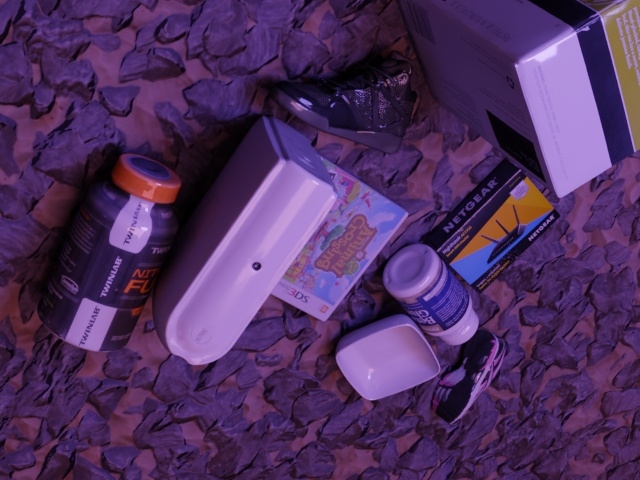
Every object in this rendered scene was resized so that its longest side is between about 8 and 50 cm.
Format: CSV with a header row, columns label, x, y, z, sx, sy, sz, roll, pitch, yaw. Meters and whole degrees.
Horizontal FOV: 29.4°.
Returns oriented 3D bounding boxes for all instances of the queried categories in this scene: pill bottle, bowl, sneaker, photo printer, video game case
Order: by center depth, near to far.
label,x,y,z,sx,sy,sz,roll,pitch,yaw
pill bottle,-0.266,0.012,1.583,0.130,0.130,0.246,14,112,-33
photo printer,-0.112,0.004,1.584,0.107,0.256,0.308,32,103,-17
sneaker,0.040,-0.203,1.639,0.227,0.087,0.130,13,110,-36
video game case,0.000,0.000,1.779,0.193,0.023,0.212,30,102,-37
pill bottle,0.175,0.089,1.877,0.094,0.094,0.169,-42,128,2
bowl,0.102,0.174,1.901,0.142,0.053,0.142,-24,131,12
sneaker,0.260,0.233,2.028,0.077,0.072,0.178,12,119,-43

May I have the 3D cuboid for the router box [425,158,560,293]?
label,x,y,z,sx,sy,sz,roll,pitch,yaw
router box,0.267,-0.020,1.889,0.179,0.046,0.133,-45,128,4

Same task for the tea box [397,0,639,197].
label,x,y,z,sx,sy,sz,roll,pitch,yaw
tea box,0.326,-0.280,1.581,0.323,0.329,0.220,-31,128,-8
